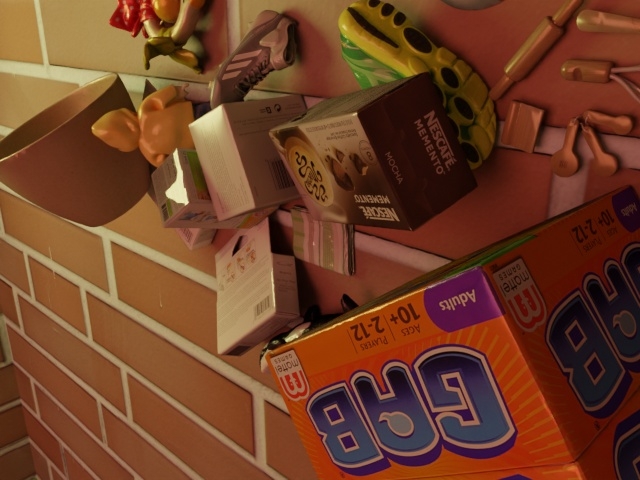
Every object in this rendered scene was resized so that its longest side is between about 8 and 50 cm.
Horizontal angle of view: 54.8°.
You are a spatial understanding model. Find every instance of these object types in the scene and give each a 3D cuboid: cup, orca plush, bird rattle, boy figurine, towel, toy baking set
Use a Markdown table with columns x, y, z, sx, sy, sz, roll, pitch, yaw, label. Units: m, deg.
| x | y | z | sx | sy | sz | roll | pitch | yaw | label |
| --- | --- | --- | --- | --- | --- | --- | --- | --- | --- |
| -0.508 | -0.170 | 1.335 | 0.331 | 0.331 | 0.237 | 5 | 135 | 45 | cup |
| -0.021 | 0.162 | 1.179 | 0.287 | 0.151 | 0.102 | -49 | 38 | 47 | orca plush |
| -0.313 | -0.464 | 1.259 | 0.207 | 0.143 | 0.254 | -48 | 56 | 32 | bird rattle |
| -0.282 | -0.206 | 1.177 | 0.092 | 0.285 | 0.177 | -110 | 15 | -69 | boy figurine |
| 0.000 | 0.000 | 1.149 | 0.152 | 0.023 | 0.113 | 15 | 115 | 42 | towel |
| 0.324 | -0.190 | 0.742 | 0.197 | 0.030 | 0.256 | 49 | 134 | 18 | toy baking set |

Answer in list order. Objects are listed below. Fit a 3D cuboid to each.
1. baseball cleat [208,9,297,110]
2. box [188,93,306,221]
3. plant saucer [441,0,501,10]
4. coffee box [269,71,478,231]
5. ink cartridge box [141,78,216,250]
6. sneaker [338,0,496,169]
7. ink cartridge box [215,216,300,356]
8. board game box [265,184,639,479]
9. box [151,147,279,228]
| x | y | z | sx | sy | sz | roll | pitch | yaw | label |
| --- | --- | --- | --- | --- | --- | --- | --- | --- | --- |
| -0.114 | -0.300 | 1.069 | 0.109 | 0.072 | 0.206 | 33 | 99 | 28 | baseball cleat |
| -0.106 | -0.147 | 1.085 | 0.119 | 0.181 | 0.182 | -15 | 93 | 47 | box |
| 0.191 | -0.398 | 0.791 | 0.195 | 0.037 | 0.195 | 20 | 119 | 41 | plant saucer |
| 0.060 | -0.119 | 0.881 | 0.168 | 0.118 | 0.297 | 63 | 160 | -17 | coffee box |
| -0.313 | -0.170 | 1.376 | 0.296 | 0.066 | 0.261 | 49 | 134 | 21 | ink cartridge box |
| 0.137 | -0.218 | 0.886 | 0.296 | 0.109 | 0.123 | 51 | 163 | 13 | sneaker |
| -0.142 | 0.089 | 1.292 | 0.275 | 0.060 | 0.239 | -40 | 48 | 48 | ink cartridge box |
| 0.225 | 0.195 | 0.742 | 0.356 | 0.356 | 0.357 | -30 | 82 | 48 | board game box |
| -0.195 | -0.092 | 1.161 | 0.103 | 0.203 | 0.114 | -33 | 66 | 41 | box |
